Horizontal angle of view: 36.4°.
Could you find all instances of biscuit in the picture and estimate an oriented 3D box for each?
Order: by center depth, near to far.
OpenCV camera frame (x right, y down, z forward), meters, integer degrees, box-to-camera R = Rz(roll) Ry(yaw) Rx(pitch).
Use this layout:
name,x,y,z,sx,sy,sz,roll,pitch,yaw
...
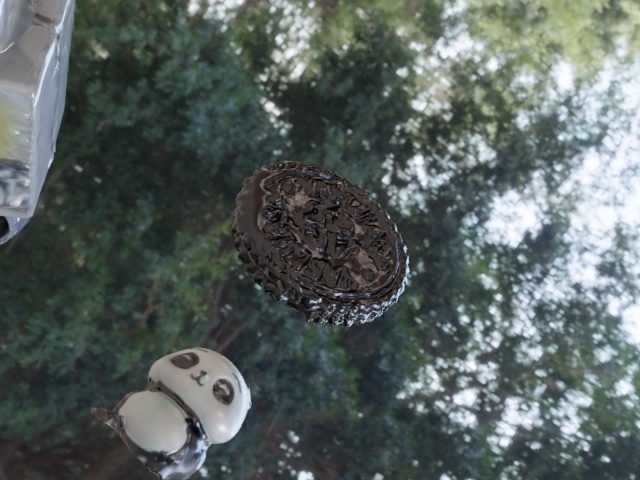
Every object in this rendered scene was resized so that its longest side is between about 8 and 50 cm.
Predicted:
name,x,y,z,sx,sy,sz,roll,pitch,yaw
biscuit,0.000,0.000,0.948,0.053,0.195,0.194,-53,-156,41

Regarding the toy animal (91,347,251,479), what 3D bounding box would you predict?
name,x,y,z,sx,sy,sz,roll,pitch,yaw
toy animal,-0.188,0.218,1.292,0.179,0.166,0.138,-41,163,-18

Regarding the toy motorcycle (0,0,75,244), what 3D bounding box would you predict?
name,x,y,z,sx,sy,sz,roll,pitch,yaw
toy motorcycle,-0.196,-0.081,0.345,0.340,0.223,0.107,131,-29,-61
